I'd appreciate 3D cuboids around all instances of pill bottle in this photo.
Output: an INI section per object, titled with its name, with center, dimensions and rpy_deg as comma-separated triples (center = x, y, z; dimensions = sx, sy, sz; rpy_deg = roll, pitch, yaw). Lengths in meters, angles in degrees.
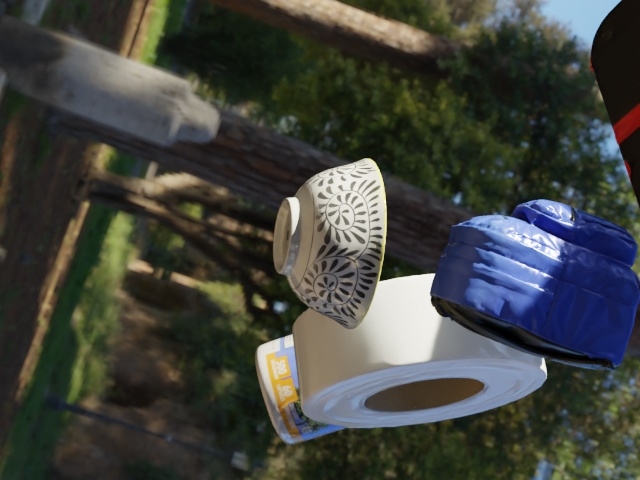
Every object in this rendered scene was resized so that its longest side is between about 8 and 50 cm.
[pill bottle]
center = 0.057, 0.181, 1.545
dimensions = 0.152, 0.272, 0.152
rpy_deg = -19, 90, -85

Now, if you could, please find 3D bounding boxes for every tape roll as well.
[tape roll]
center = 0.111, 0.134, 1.250
dimensions = 0.286, 0.286, 0.100
rpy_deg = 121, -35, -62

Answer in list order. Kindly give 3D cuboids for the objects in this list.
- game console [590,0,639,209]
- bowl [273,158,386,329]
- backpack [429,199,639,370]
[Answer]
[game console]
center = 0.458, -0.221, 1.146
dimensions = 0.386, 0.060, 0.342
rpy_deg = -46, -143, 39
[bowl]
center = 0.000, 0.000, 1.063
dimensions = 0.170, 0.080, 0.170
rpy_deg = -175, -90, -75
[backpack]
center = 0.136, 0.023, 0.707
dimensions = 0.098, 0.120, 0.101
rpy_deg = 126, -20, -82
